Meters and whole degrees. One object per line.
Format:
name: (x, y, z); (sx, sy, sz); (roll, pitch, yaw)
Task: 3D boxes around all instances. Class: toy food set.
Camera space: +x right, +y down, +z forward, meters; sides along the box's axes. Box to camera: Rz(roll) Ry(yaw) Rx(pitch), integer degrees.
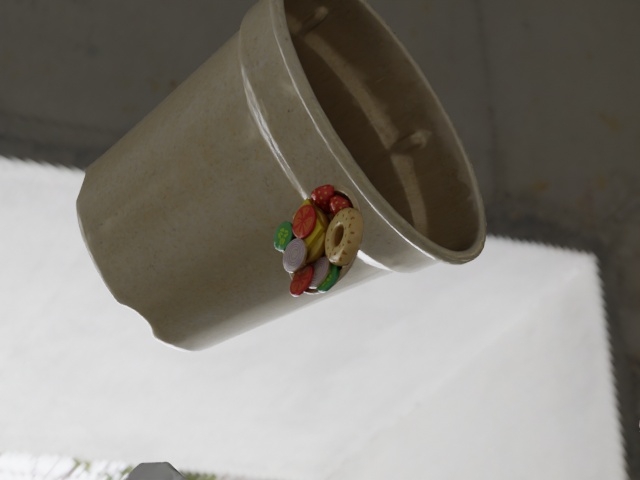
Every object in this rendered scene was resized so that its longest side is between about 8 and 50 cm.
toy food set: (0.000, 0.000, 1.206); (0.020, 0.082, 0.083); (18, -150, -36)

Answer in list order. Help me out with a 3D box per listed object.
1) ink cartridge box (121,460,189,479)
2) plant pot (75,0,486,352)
ink cartridge box: (-0.176, 0.265, 1.432); (0.189, 0.232, 0.066); (-42, -87, -20)
plant pot: (-0.056, -0.054, 1.671); (0.334, 0.305, 0.333); (45, -154, -30)
